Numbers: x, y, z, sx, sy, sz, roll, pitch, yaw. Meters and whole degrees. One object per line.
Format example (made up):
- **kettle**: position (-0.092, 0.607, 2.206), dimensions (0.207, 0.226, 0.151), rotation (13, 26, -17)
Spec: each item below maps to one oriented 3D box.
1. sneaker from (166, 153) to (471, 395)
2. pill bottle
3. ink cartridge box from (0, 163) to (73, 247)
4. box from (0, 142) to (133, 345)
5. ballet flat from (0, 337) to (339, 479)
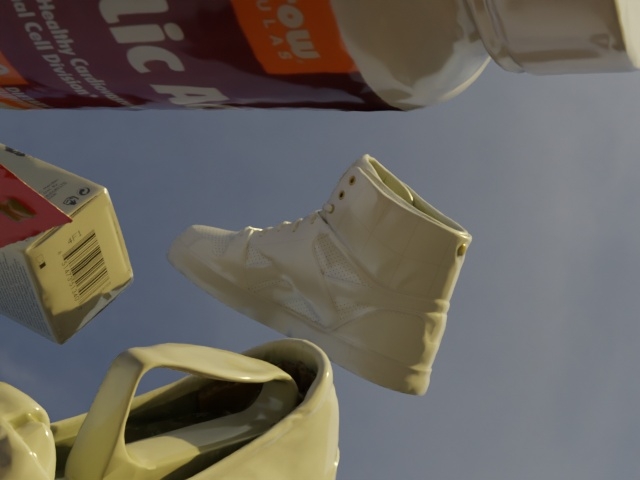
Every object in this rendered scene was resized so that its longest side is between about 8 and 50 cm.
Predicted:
- **sneaker**: position (0.000, 0.000, 0.961), dimensions (0.108, 0.292, 0.169), rotation (11, -80, -55)
- **pill bottle**: position (-0.025, -0.179, 0.587), dimensions (0.224, 0.392, 0.224), rotation (-11, -77, -62)
- **ink cartridge box**: position (-0.301, -0.010, 0.695), dimensions (0.181, 0.224, 0.056), rotation (44, -139, -42)
- **box**: position (-0.295, -0.021, 0.940), dimensions (0.094, 0.275, 0.113), rotation (-45, -36, -34)
- **ballet flat**: position (-0.136, 0.123, 0.589), dimensions (0.400, 0.139, 0.139), rotation (-8, -71, -47)
